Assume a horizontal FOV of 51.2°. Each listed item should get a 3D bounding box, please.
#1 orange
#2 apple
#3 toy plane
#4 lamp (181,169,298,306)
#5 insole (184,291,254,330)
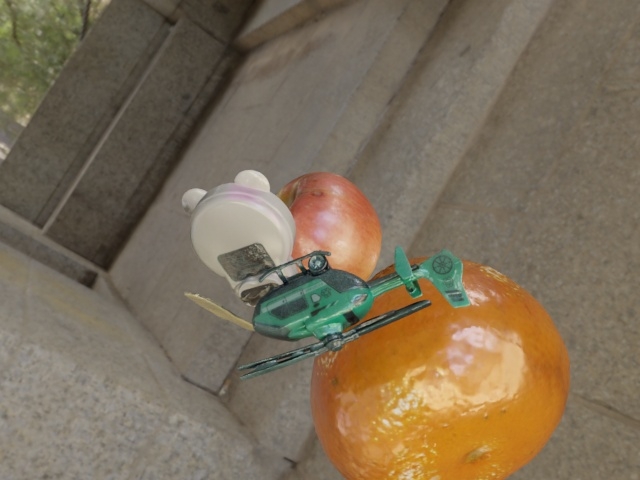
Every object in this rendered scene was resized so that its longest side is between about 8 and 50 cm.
[{"bbox_3d":[0.180,0.220,1.081,0.424,0.424,0.326,-48,40,20],"label":"orange"},{"bbox_3d":[0.000,0.000,1.855,0.364,0.364,0.364,-44,26,28],"label":"apple"},{"bbox_3d":[0.022,0.057,0.641,0.235,0.060,0.096,-22,55,7],"label":"toy plane"},{"bbox_3d":[-0.121,0.001,1.143,0.179,0.246,0.108,-15,25,23],"label":"lamp"},{"bbox_3d":[-0.227,0.168,1.548,0.081,0.248,0.011,3,67,37],"label":"insole"}]
